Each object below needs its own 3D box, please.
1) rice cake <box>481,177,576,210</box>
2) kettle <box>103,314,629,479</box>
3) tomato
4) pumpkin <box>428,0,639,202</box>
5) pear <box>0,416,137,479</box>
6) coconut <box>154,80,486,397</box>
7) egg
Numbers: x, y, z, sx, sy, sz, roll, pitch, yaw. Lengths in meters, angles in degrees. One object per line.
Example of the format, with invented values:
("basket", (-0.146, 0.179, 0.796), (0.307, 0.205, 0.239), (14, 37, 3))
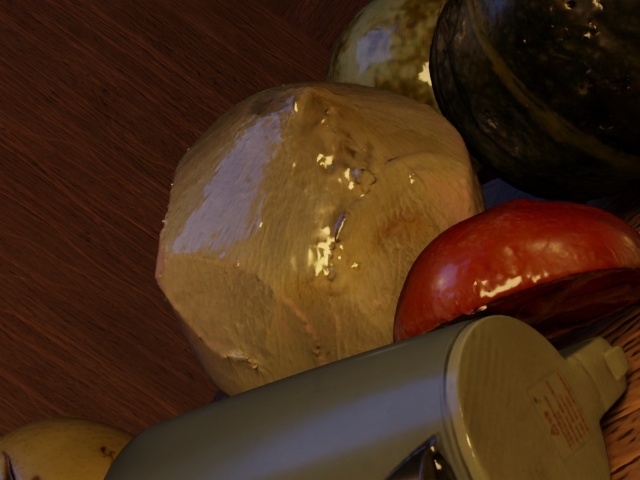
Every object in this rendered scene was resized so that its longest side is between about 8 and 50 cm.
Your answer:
("rice cake", (0.172, -0.034, 1.041), (0.270, 0.049, 0.055), (145, 137, -79))
("kettle", (0.035, 0.129, 0.611), (0.243, 0.159, 0.211), (-29, -10, 36))
("tomato", (0.105, 0.016, 0.640), (0.156, 0.069, 0.155), (-15, -17, -5))
("pumpkin", (0.203, -0.170, 0.771), (0.320, 0.192, 0.320), (-51, 4, 5))
("pear", (-0.246, 0.340, 1.167), (0.309, 0.309, 0.309), (-54, 4, 6))
("coconut", (0.001, 0.001, 0.774), (0.227, 0.227, 0.230), (-58, -38, -36))
("egg", (0.126, -0.153, 1.264), (0.238, 0.238, 0.289), (-56, -16, -11))
